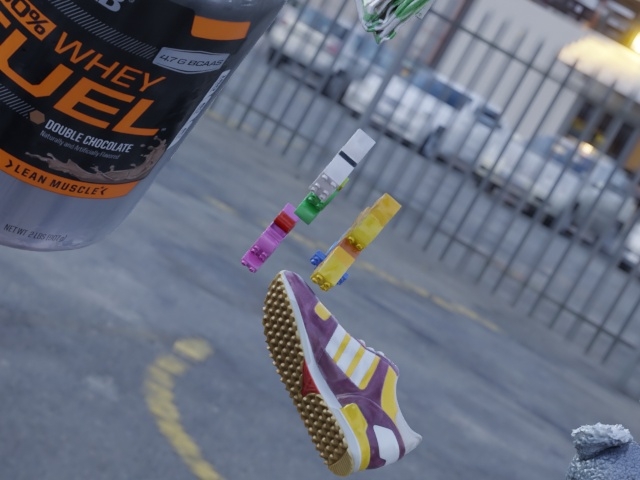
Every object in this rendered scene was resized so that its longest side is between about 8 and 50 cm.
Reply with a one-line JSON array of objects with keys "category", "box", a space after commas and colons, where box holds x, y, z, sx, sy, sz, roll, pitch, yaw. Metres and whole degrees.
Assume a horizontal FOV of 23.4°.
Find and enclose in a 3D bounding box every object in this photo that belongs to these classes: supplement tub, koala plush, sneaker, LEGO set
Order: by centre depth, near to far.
[{"category": "supplement tub", "box": [-0.148, -0.166, 1.053, 0.207, 0.338, 0.207, 25, 37, -21]}, {"category": "sneaker", "box": [0.017, 0.105, 1.285, 0.084, 0.069, 0.185, -12, 67, -28]}, {"category": "LEGO set", "box": [0.000, 0.000, 1.396, 0.087, 0.093, 0.227, 40, -29, -2]}, {"category": "koala plush", "box": [0.416, 0.303, 1.997, 0.221, 0.196, 0.203, 1, 16, -22]}]

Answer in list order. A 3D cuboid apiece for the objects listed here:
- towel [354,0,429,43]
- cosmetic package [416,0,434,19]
[{"category": "towel", "box": [0.157, -0.348, 1.590, 0.038, 0.325, 0.248, 43, 13, -15]}, {"category": "cosmetic package", "box": [0.143, -0.359, 2.059, 0.041, 0.115, 0.060, 28, 15, -32]}]
